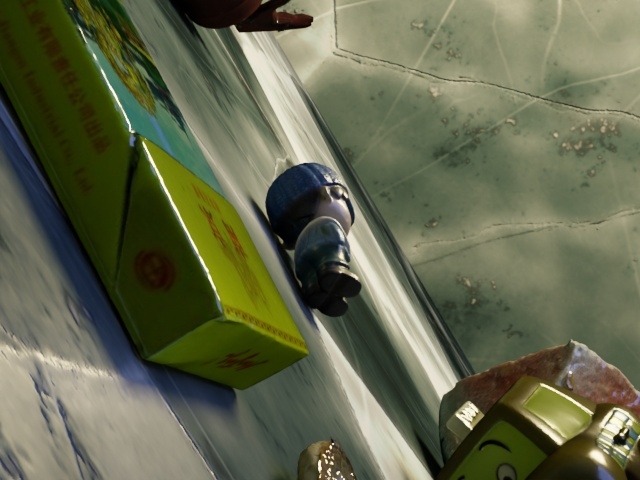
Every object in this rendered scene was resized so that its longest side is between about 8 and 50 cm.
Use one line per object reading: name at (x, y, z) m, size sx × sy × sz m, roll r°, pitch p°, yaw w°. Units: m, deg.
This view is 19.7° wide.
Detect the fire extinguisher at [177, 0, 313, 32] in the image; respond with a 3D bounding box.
fire extinguisher at (-0.117, -0.306, 1.734) m, size 0.341 × 0.141 × 0.105 m, roll 54°, pitch 34°, yaw -46°

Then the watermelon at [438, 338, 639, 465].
watermelon at (0.225, 0.224, 1.647) m, size 0.213 × 0.201 × 0.262 m, roll 45°, pitch 16°, yaw -23°

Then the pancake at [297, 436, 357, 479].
pancake at (0.024, 0.167, 0.897) m, size 0.158 × 0.028 × 0.158 m, roll 62°, pitch 5°, yaw -10°

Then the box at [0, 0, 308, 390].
box at (-0.116, -0.089, 0.861) m, size 0.335 × 0.047 × 0.187 m, roll 62°, pitch 4°, yaw 12°

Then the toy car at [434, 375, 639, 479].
toy car at (0.178, 0.201, 1.433) m, size 0.198 × 0.204 × 0.248 m, roll 40°, pitch 20°, yaw 7°

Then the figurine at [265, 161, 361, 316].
figurine at (-0.008, -0.003, 1.453) m, size 0.079 × 0.077 × 0.136 m, roll 23°, pitch 34°, yaw -15°
